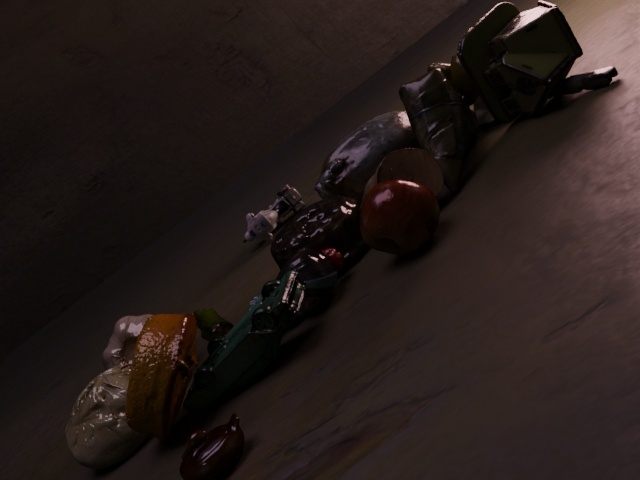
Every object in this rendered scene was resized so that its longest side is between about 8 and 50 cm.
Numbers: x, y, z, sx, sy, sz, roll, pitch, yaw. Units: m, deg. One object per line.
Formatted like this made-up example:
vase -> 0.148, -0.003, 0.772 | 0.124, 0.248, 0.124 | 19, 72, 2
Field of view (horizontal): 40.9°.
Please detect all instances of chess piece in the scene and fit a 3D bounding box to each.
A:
chess piece -> 0.152, -0.101, 1.814 | 0.137, 0.137, 0.301 | -43, 0, -14

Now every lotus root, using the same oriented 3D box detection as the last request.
lotus root -> 0.140, -0.196, 2.025 | 0.349, 0.175, 0.175 | -35, 14, -5

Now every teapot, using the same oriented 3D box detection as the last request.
teapot -> -0.174, 0.329, 1.368 | 0.129, 0.078, 0.098 | -41, 14, -6

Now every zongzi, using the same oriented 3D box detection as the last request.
zongzi -> 0.283, -0.199, 1.842 | 0.125, 0.275, 0.250 | -24, -20, 22

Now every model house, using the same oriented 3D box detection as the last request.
model house -> 0.456, -0.380, 1.720 | 0.205, 0.218, 0.278 | -45, 20, -23

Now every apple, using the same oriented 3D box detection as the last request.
apple -> 0.143, -0.042, 1.591 | 0.146, 0.146, 0.131 | -13, 57, 60

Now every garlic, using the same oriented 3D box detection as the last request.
garlic -> -0.391, 0.281, 2.002 | 0.199, 0.199, 0.226 | -39, -20, -1

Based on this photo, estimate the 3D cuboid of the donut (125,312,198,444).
donut -> -0.298, 0.261, 1.653 | 0.118, 0.254, 0.253 | 6, 19, -1

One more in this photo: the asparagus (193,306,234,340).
asparagus -> -0.252, 0.200, 2.013 | 0.067, 0.060, 0.277 | -60, 16, -4

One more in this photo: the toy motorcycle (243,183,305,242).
toy motorcycle -> -0.136, -0.073, 2.481 | 0.221, 0.102, 0.150 | -44, 2, -16

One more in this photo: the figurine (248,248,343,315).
figurine -> -0.064, 0.109, 1.724 | 0.245, 0.110, 0.138 | -42, 9, 24

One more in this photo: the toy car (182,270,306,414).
toy car -> -0.138, 0.196, 1.626 | 0.321, 0.097, 0.141 | -46, 12, 25

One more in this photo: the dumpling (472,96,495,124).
dumpling -> 0.398, -0.347, 1.980 | 0.179, 0.131, 0.252 | -52, 27, 36

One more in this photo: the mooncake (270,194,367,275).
mooncake -> 0.000, 0.000, 1.856 | 0.228, 0.124, 0.228 | -35, 15, 11

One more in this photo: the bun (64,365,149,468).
bun -> -0.443, 0.362, 1.801 | 0.229, 0.145, 0.229 | -35, 19, 14

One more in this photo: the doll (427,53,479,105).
doll -> 0.312, -0.366, 1.916 | 0.097, 0.137, 0.209 | -54, 17, -16
